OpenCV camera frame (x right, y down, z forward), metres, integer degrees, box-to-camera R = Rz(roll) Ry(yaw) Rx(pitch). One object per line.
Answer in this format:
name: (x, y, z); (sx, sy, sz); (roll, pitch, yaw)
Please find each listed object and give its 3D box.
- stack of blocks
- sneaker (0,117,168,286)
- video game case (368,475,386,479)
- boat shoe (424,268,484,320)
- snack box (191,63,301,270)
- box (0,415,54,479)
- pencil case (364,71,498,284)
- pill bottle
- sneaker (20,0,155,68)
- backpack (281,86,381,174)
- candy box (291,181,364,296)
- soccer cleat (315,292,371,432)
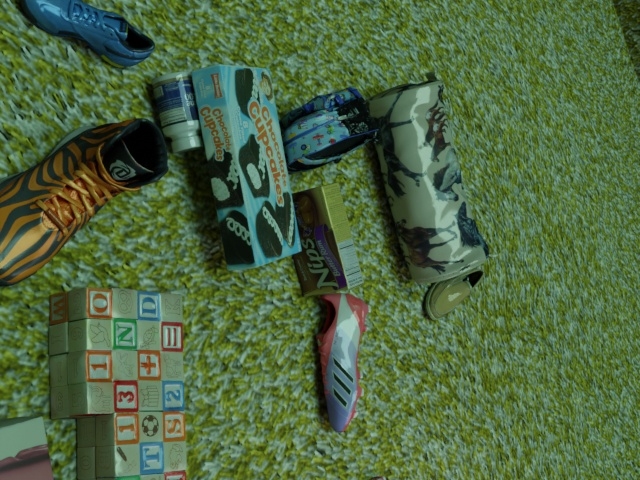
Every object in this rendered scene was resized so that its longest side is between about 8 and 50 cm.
stack of blocks: (-0.281, 0.221, 1.409); (0.171, 0.087, 0.297); (8, 74, -48)
sneaker: (-0.326, -0.073, 1.359); (0.125, 0.180, 0.321); (53, 45, -26)
video game case: (0.045, 0.554, 1.758); (0.285, 0.025, 0.204); (-14, 91, -51)
boat shoe: (0.285, 0.103, 2.119); (0.190, 0.072, 0.068); (-43, 113, -46)
snack box: (-0.117, -0.123, 1.660); (0.187, 0.060, 0.322); (-19, 100, -68)
box: (-0.404, 0.339, 1.203); (0.148, 0.126, 0.232); (-9, 88, -50)
pencil case: (0.216, -0.127, 2.026); (0.183, 0.160, 0.410); (-17, 94, -34)
pill bottle: (-0.223, -0.202, 1.603); (0.067, 0.067, 0.120); (-14, 91, -50)
sneaker: (-0.337, -0.324, 1.491); (0.209, 0.082, 0.069); (26, 64, -42)
backpack: (-0.008, -0.188, 1.796); (0.173, 0.158, 0.117); (-24, 91, -38)
candy box: (0.000, 0.000, 1.782); (0.053, 0.109, 0.187); (-17, 94, -50)
soccer cleat: (0.028, 0.214, 1.799); (0.095, 0.083, 0.248); (13, 73, -16)
